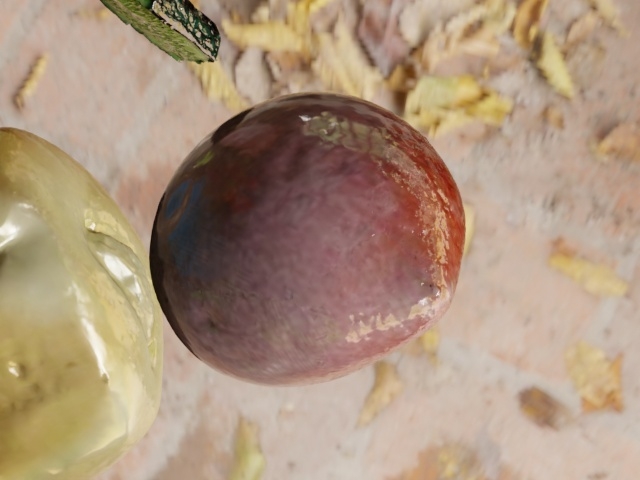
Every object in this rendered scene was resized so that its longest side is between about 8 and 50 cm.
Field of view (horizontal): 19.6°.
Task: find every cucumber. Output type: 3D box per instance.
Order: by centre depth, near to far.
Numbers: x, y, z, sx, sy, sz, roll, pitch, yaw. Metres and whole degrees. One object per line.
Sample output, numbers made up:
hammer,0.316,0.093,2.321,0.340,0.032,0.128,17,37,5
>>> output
cucumber,-0.145,-0.203,1.588,0.070,0.220,0.046,26,85,35

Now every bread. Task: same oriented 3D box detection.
bread,-0.334,0.094,1.725,0.376,0.253,0.348,-30,105,11

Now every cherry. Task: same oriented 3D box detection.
cherry,-0.007,-0.006,1.344,0.239,0.239,0.206,-35,92,-12
